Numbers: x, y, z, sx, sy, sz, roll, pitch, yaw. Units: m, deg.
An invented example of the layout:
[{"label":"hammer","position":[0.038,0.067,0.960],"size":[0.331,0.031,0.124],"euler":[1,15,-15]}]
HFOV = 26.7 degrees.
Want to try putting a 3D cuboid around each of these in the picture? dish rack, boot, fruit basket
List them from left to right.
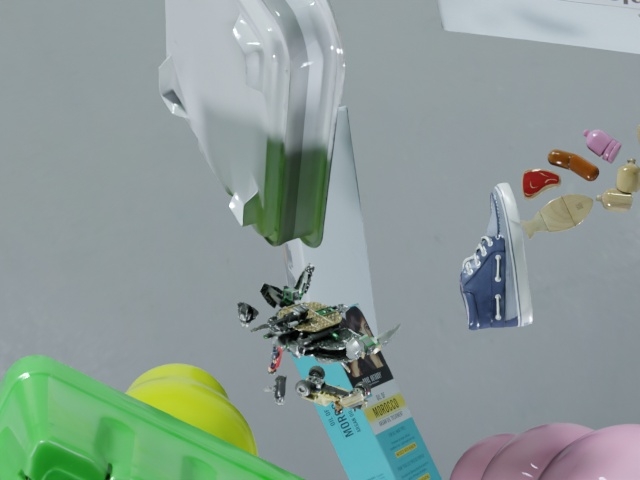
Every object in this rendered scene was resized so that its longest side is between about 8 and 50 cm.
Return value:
[{"label":"fruit basket","position":[-0.160,0.263,1.251],"size":[0.392,0.392,0.282],"euler":[27,87,-5]},{"label":"dish rack","position":[-0.082,-0.163,1.252],"size":[0.072,0.332,0.285],"euler":[-23,59,-19]},{"label":"boot","position":[0.221,0.022,1.760],"size":[0.086,0.069,0.190],"euler":[-8,82,1]}]

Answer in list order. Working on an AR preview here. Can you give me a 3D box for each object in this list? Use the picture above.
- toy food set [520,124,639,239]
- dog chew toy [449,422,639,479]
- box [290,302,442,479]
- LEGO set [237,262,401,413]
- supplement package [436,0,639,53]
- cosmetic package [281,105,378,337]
[{"label":"toy food set","position":[0.220,-0.052,1.118],"size":[0.122,0.019,0.077],"euler":[-17,79,11]},{"label":"dog chew toy","position":[0.248,0.270,1.322],"size":[0.207,0.332,0.206],"euler":[-2,93,-32]},{"label":"box","position":[0.052,0.200,1.581],"size":[0.060,0.100,0.244],"euler":[-30,82,29]},{"label":"LEGO set","position":[-0.004,0.037,0.449],"size":[0.054,0.083,0.023],"euler":[13,117,10]},{"label":"supplement package","position":[0.137,-0.203,0.392],"size":[0.198,0.262,0.199],"euler":[11,66,18]},{"label":"cosmetic package","position":[0.000,0.000,1.894],"size":[0.098,0.284,0.377],"euler":[-9,97,-9]}]
